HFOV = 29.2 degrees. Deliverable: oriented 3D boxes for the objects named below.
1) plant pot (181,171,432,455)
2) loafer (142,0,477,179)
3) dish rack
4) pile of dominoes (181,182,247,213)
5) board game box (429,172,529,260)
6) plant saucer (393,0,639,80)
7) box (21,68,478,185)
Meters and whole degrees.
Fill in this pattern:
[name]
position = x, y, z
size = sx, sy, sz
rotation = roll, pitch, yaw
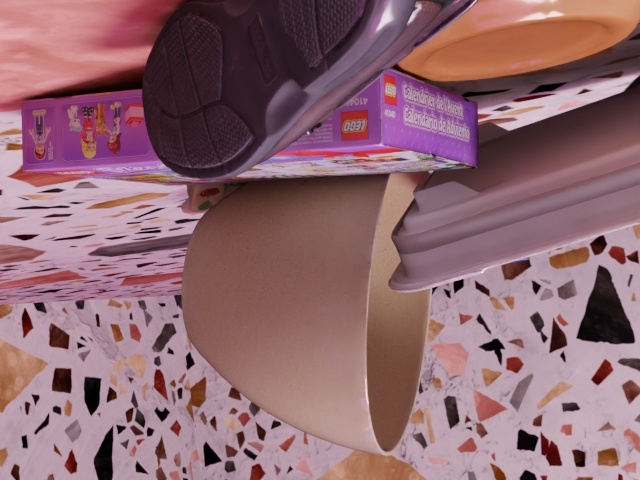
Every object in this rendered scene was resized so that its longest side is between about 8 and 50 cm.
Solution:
[plant pot]
position = -0.016, 0.044, 1.120
size = 0.191, 0.284, 0.284
rotation = 3, 178, 15
[loafer]
position = -0.009, -0.105, 0.693
size = 0.095, 0.109, 0.302
rotation = -10, 174, -30
[dish rack]
position = 0.218, -0.072, 1.037
size = 0.333, 0.072, 0.285
rotation = -17, -167, 22
[pile of dominoes]
position = -0.006, -0.065, 1.206
size = 0.251, 0.040, 0.196
rotation = -6, 159, -16
[board game box]
position = 0.173, -0.026, 1.664
size = 0.201, 0.136, 0.035
rotation = -7, 174, -6
[plant saucer]
position = 0.129, -0.144, 0.827
size = 0.200, 0.037, 0.200
rotation = -8, 176, -1
[box]
position = -0.049, -0.081, 0.934
size = 0.293, 0.057, 0.201
rotation = -2, 179, 25
